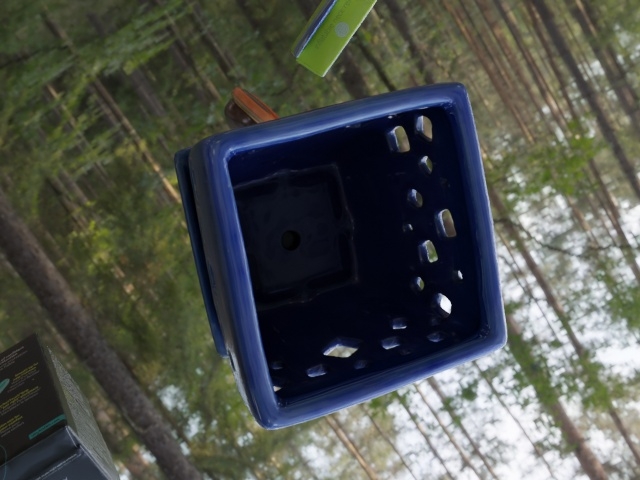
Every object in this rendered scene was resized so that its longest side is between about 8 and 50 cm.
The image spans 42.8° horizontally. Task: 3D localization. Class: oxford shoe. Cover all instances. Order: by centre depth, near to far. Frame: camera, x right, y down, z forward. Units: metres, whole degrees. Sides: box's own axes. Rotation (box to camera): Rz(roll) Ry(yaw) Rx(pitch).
[{"bbox_3d":[-0.064,-0.071,1.158,0.132,0.364,0.130,-40,-125,-5],"label":"oxford shoe"}]

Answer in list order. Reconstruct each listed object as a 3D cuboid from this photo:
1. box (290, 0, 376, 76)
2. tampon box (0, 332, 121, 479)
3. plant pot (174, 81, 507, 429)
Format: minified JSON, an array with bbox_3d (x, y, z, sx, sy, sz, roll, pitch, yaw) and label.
[{"bbox_3d":[0.012,-0.243,0.918,0.109,0.042,0.178,-55,-167,11],"label":"box"},{"bbox_3d":[-0.263,0.183,0.716,0.120,0.101,0.161,-32,-147,-12],"label":"tampon box"},{"bbox_3d":[0.000,0.000,0.729,0.236,0.236,0.212,-15,-169,-21],"label":"plant pot"}]
